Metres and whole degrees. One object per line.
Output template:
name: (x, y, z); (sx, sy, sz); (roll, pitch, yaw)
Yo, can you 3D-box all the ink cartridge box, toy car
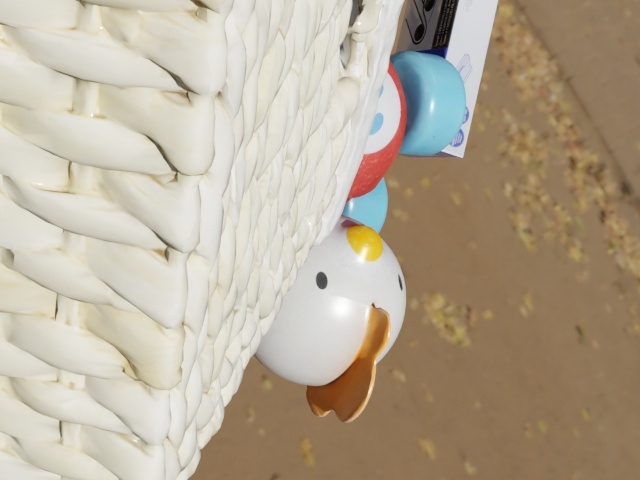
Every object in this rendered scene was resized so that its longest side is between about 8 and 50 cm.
ink cartridge box: (0.114, -0.182, 1.193); (0.046, 0.097, 0.207); (14, 87, -27)
toy car: (0.000, 0.000, 0.828); (0.219, 0.210, 0.238); (1, 50, -38)

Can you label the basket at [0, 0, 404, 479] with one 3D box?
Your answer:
basket: (-0.149, -0.105, 0.511); (0.331, 0.328, 0.266); (19, 42, 7)
